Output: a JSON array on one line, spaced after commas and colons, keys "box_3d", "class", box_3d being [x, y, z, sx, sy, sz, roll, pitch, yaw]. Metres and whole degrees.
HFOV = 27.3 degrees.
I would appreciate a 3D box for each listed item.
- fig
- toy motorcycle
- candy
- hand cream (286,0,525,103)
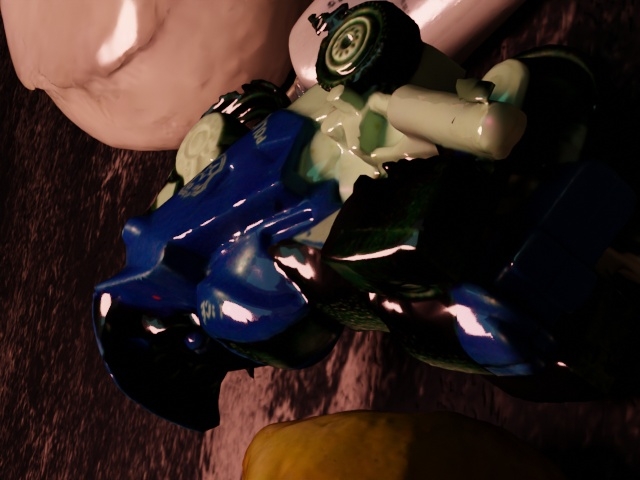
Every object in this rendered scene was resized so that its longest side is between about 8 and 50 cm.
[{"box_3d": [0.020, 0.138, 0.523, 0.165, 0.154, 0.144, -36, -25, -51], "class": "fig"}, {"box_3d": [0.000, 0.000, 0.608, 0.331, 0.125, 0.196, 3, 64, 54], "class": "toy motorcycle"}, {"box_3d": [-0.100, -0.197, 0.913, 0.295, 0.185, 0.296, -8, 80, 49], "class": "candy"}, {"box_3d": [0.089, -0.158, 0.673, 0.340, 0.077, 0.124, -40, 41, 37], "class": "hand cream"}]
